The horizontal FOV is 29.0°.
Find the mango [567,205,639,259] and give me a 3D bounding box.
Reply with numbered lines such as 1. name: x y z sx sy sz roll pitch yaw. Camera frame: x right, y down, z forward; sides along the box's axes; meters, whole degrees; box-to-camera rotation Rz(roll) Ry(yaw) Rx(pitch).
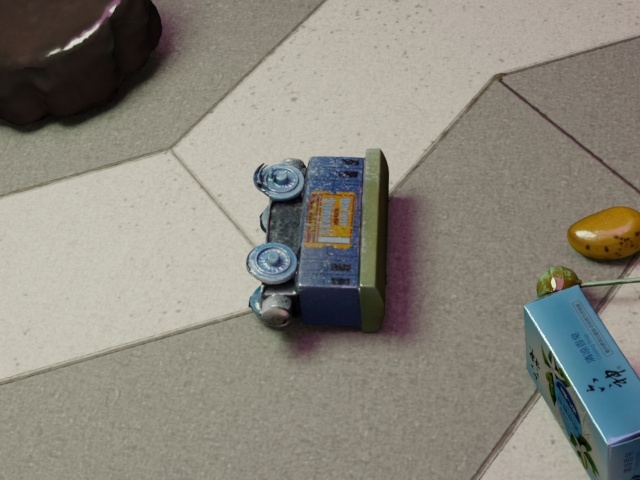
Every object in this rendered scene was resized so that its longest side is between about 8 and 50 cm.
1. mango: 0.406 -0.010 1.747 0.114 0.057 0.079 -4 56 13

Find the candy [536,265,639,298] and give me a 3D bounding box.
1. candy: 0.395 0.058 1.682 0.203 0.061 0.061 -5 49 13

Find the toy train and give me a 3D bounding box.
1. toy train: 0.000 0.000 1.783 0.202 0.131 0.299 1 50 3

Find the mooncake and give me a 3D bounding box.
1. mooncake: -0.477 -0.374 2.140 0.351 0.212 0.381 -36 55 -13

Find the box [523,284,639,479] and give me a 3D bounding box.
1. box: 0.335 0.189 1.531 0.083 0.142 0.232 -22 49 -6
